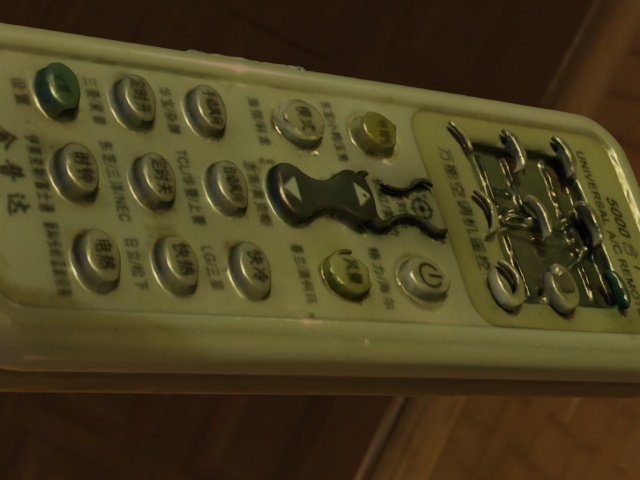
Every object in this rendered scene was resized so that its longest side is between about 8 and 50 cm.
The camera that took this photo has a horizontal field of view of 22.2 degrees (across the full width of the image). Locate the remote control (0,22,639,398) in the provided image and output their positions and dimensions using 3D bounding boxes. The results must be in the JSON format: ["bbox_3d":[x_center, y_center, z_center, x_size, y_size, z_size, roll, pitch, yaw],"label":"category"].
[{"bbox_3d":[0.000,0.000,0.606,0.065,0.335,0.128,-45,52,41],"label":"remote control"}]
